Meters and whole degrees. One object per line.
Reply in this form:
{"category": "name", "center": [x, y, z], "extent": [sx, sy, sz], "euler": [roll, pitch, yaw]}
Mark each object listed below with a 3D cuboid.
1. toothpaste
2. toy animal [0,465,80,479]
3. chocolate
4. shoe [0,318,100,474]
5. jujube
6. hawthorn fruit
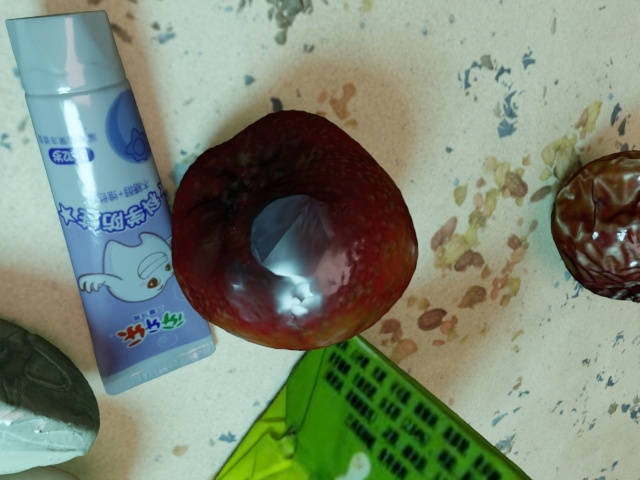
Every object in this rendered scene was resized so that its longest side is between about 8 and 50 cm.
{"category": "toothpaste", "center": [-0.191, -0.014, 0.469], "extent": [0.125, 0.080, 0.372], "euler": [-19, 122, -25]}
{"category": "toy animal", "center": [-0.306, 0.361, 0.395], "extent": [0.236, 0.269, 0.327], "euler": [19, 76, 9]}
{"category": "chocolate", "center": [0.049, 0.293, 0.565], "extent": [0.289, 0.300, 0.137], "euler": [-54, 134, -1]}
{"category": "shoe", "center": [-0.373, 0.158, 0.392], "extent": [0.341, 0.132, 0.211], "euler": [24, 97, -27]}
{"category": "jujube", "center": [0.503, -0.003, 0.770], "extent": [0.342, 0.216, 0.216], "euler": [31, 91, -38]}
{"category": "hawthorn fruit", "center": [0.000, 0.000, 0.484], "extent": [0.266, 0.230, 0.210], "euler": [18, 107, -46]}
